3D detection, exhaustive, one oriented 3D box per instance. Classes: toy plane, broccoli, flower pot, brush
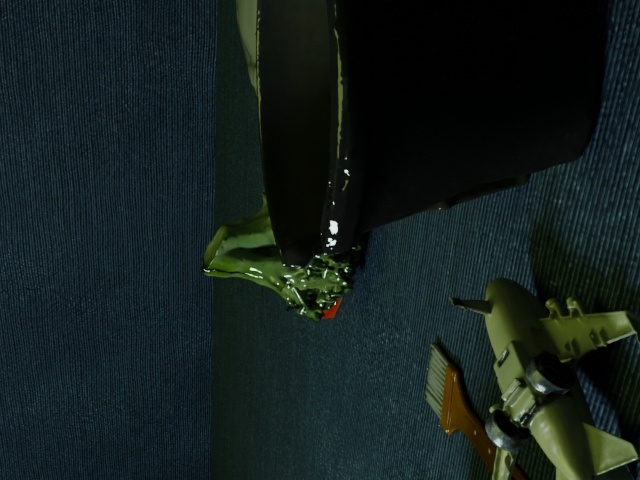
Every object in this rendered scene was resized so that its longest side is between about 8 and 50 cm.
[{"bbox_3d":[0.195,0.123,0.892,0.241,0.104,0.256,-65,35,35],"label":"toy plane"},{"bbox_3d":[-0.064,0.000,1.568,0.288,0.246,0.247,120,150,-42],"label":"broccoli"},{"bbox_3d":[0.086,-0.157,0.912,0.379,0.251,0.379,176,90,-79],"label":"flower pot"},{"bbox_3d":[0.178,0.222,1.143,0.314,0.017,0.090,-126,34,-64],"label":"brush"}]

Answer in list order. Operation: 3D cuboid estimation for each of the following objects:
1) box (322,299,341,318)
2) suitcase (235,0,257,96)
[{"bbox_3d":[0.000,0.000,1.763,0.139,0.035,0.245,110,153,-59],"label":"box"},{"bbox_3d":[-0.017,-0.339,1.405,0.351,0.194,0.339,105,154,-54],"label":"suitcase"}]
